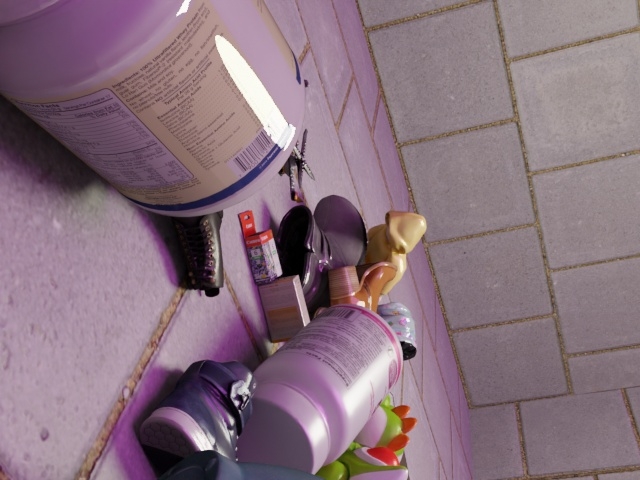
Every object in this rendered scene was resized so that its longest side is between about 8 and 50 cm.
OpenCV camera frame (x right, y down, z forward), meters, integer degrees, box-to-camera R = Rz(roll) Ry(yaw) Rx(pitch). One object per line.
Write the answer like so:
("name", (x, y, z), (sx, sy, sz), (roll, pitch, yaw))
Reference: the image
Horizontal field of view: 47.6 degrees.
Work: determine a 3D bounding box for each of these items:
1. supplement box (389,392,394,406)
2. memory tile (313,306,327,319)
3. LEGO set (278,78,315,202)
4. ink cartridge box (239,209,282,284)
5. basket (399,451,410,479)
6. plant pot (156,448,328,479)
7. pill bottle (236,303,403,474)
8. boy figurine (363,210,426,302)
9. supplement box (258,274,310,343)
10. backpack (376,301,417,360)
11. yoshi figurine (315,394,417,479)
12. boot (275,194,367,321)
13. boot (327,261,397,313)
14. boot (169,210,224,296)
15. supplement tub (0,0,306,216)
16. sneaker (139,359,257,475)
("supplement box", (0.077, 0.322, 1.413), (0.188, 0.104, 0.080), (55, 27, -57))
("memory tile", (-0.003, 0.196, 1.258), (0.113, 0.012, 0.148), (42, 66, -52))
("LEGO set", (-0.099, -0.220, 1.004), (0.331, 0.192, 0.254), (54, 28, -58))
("ink cartridge box", (-0.095, 0.008, 1.163), (0.063, 0.029, 0.115), (-35, 113, -73))
("basket", (0.095, 0.453, 1.307), (0.204, 0.154, 0.226), (61, 19, -47))
("plant pot", (-0.079, 0.301, 0.596), (0.196, 0.293, 0.293), (46, 24, -12))
("pill bottle", (-0.005, 0.211, 1.008), (0.283, 0.160, 0.160), (-34, 112, -57))
("boy figurine", (0.119, 0.040, 1.490), (0.285, 0.092, 0.177), (129, -31, -50))
("supplement box", (-0.056, 0.110, 1.165), (0.036, 0.062, 0.098), (-39, 117, -73))
("backpack", (0.100, 0.193, 1.446), (0.152, 0.182, 0.115), (47, 34, -61))
("yoshi figurine", (0.021, 0.356, 1.088), (0.362, 0.203, 0.203), (-52, 155, -64))
("boot", (0.000, 0.000, 1.348), (0.222, 0.118, 0.338), (59, 25, -48))
("boot", (0.083, 0.119, 1.306), (0.197, 0.073, 0.152), (-6, 84, -50))
("boot", (-0.147, -0.004, 0.870), (0.198, 0.077, 0.137), (38, 47, -80))
("supplement tub", (-0.168, -0.185, 0.641), (0.325, 0.235, 0.235), (52, 30, -59))
("sneaker", (-0.108, 0.243, 0.828), (0.163, 0.086, 0.226), (-63, 138, -63))
